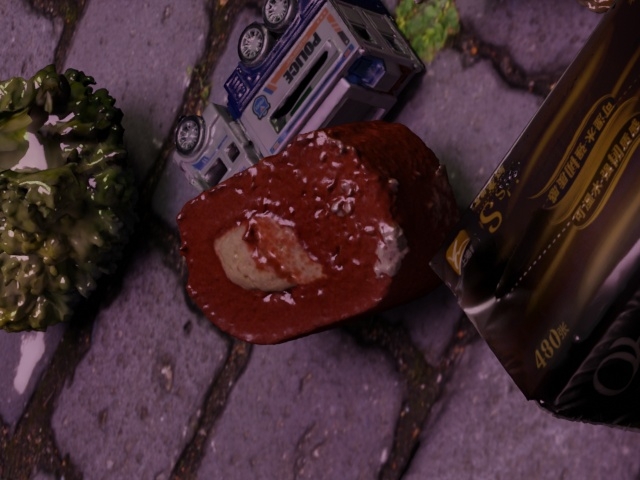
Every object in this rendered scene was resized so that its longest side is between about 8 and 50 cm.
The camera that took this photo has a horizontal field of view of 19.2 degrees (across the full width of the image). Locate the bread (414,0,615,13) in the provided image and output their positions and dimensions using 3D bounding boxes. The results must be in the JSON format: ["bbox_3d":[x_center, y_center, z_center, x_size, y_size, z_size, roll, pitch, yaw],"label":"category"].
[{"bbox_3d":[0.197,-0.312,1.716,0.314,0.171,0.192,6,82,50],"label":"bread"}]

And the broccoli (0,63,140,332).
[{"bbox_3d":[-0.383,-0.061,2.254,0.348,0.281,0.293,-44,49,33],"label":"broccoli"}]

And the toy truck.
[{"bbox_3d":[-0.028,-0.133,1.974,0.268,0.124,0.155,-52,49,25],"label":"toy truck"}]

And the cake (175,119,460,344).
[{"bbox_3d":[0.000,0.000,1.834,0.283,0.151,0.177,-27,81,35],"label":"cake"}]

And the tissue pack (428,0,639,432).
[{"bbox_3d":[0.288,-0.045,1.504,0.370,0.198,0.210,-56,39,22],"label":"tissue pack"}]
